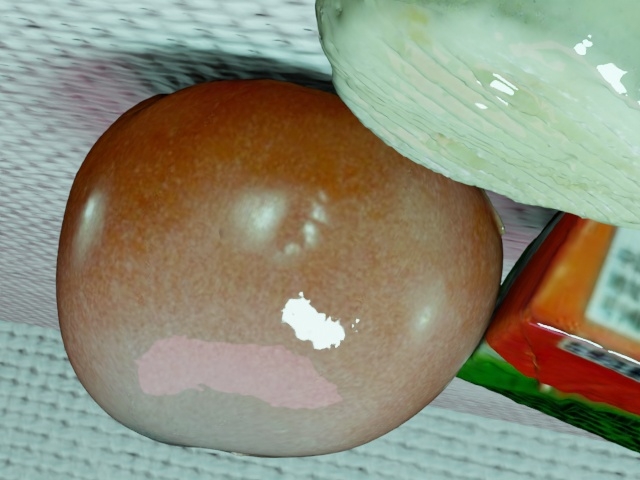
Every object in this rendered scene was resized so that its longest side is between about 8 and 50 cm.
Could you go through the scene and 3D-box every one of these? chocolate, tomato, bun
[{"bbox_3d":[0.312,0.092,1.347,0.360,0.161,0.341,23,168,1],"label":"chocolate"},{"bbox_3d":[-0.031,0.036,1.297,0.341,0.273,0.341,17,167,4],"label":"tomato"},{"bbox_3d":[0.116,-0.102,0.815,0.239,0.141,0.239,19,168,4],"label":"bun"}]
